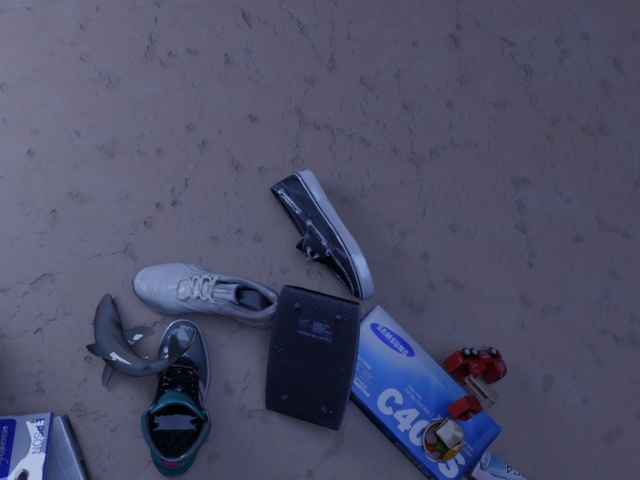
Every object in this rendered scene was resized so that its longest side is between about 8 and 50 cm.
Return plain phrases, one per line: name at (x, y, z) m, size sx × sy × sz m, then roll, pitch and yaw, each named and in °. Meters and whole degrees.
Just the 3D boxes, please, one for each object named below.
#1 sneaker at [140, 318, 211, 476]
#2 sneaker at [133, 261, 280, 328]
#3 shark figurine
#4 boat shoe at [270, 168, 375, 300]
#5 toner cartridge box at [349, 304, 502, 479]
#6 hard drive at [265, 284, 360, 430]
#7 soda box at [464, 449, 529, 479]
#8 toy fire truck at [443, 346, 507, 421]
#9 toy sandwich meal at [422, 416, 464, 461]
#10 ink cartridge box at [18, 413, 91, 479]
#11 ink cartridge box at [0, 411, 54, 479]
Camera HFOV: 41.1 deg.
sneaker at (-0.260, 0.280, 1.557) m, size 0.124 × 0.178 × 0.295 m, roll 3°, pitch 75°, yaw -10°
sneaker at (-0.210, 0.094, 1.639) m, size 0.297 × 0.129 × 0.110 m, roll 8°, pitch 77°, yaw -7°
shark figurine at (-0.356, 0.199, 1.539) m, size 0.116 × 0.278 × 0.166 m, roll 25°, pitch 82°, yaw -49°
boat shoe at (0.000, 0.000, 1.714) m, size 0.102 × 0.108 × 0.301 m, roll -27°, pitch 80°, yaw -16°
toner cartridge box at (0.174, 0.309, 1.686) m, size 0.348 × 0.075 × 0.165 m, roll 45°, pitch 72°, yaw 3°
hard drive at (-0.010, 0.217, 1.609) m, size 0.172 × 0.054 × 0.254 m, roll 13°, pitch 106°, yaw 18°
soda box at (0.375, 0.489, 1.687) m, size 0.183 × 0.058 × 0.063 m, roll 36°, pitch 73°, yaw -1°
toy fire truck at (0.307, 0.279, 1.670) m, size 0.192 × 0.047 × 0.135 m, roll 6°, pitch 50°, yaw -42°
toy sandwich meal at (0.236, 0.379, 1.624) m, size 0.086 × 0.029 × 0.085 m, roll 3°, pitch 76°, yaw -10°
ink cartridge box at (-0.522, 0.418, 1.556) m, size 0.179 × 0.045 × 0.145 m, roll -23°, pitch 82°, yaw 3°
ink cartridge box at (-0.613, 0.445, 1.435) m, size 0.307 × 0.072 × 0.303 m, roll -1°, pitch 50°, yaw -5°
